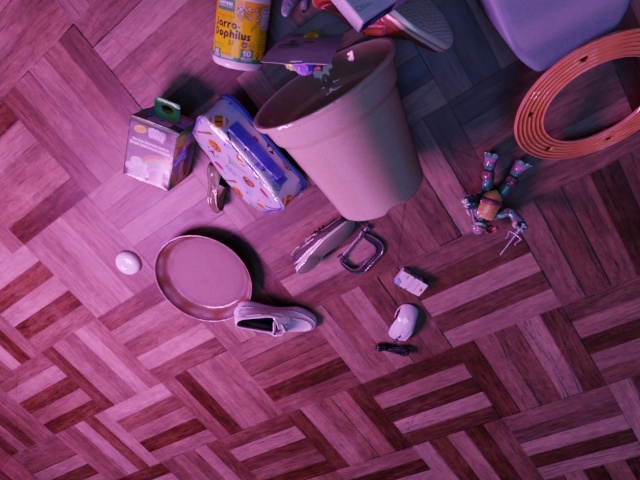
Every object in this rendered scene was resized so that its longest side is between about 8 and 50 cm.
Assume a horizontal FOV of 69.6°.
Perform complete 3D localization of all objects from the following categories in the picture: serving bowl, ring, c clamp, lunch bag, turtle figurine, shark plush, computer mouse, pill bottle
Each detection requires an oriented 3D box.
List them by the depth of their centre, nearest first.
[{"bbox_3d":[0.574,-0.295,0.960,0.337,0.032,0.336,-6,147,-4],"label":"ring"},{"bbox_3d":[-0.036,-0.562,0.995,0.073,0.067,0.161,39,117,-10],"label":"shark plush"},{"bbox_3d":[-0.173,-0.497,1.025,0.118,0.117,0.208,15,119,2],"label":"pill bottle"},{"bbox_3d":[-0.169,-0.196,1.116,0.303,0.243,0.115,47,72,-14],"label":"lunch bag"},{"bbox_3d":[0.420,-0.092,1.133,0.175,0.118,0.234,11,104,-12],"label":"turtle figurine"},{"bbox_3d":[0.105,0.023,1.306,0.137,0.022,0.160,28,117,-11],"label":"c clamp"},{"bbox_3d":[0.241,0.277,1.399,0.106,0.042,0.193,16,119,3],"label":"computer mouse"},{"bbox_3d":[-0.611,0.074,1.453,0.083,0.027,0.083,4,117,8],"label":"serving bowl"}]

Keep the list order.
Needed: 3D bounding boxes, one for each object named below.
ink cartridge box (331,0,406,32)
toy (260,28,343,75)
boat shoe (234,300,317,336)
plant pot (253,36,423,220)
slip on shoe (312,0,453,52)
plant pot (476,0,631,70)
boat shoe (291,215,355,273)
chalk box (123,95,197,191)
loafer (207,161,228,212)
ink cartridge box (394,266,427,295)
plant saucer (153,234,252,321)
[{"bbox_3d":[0.091,-0.557,0.909,0.223,0.045,0.224,-37,90,-13],"label":"ink cartridge box"},{"bbox_3d":[-0.031,-0.395,0.990,0.137,0.237,0.056,4,130,8],"label":"toy"},{"bbox_3d":[-0.136,0.254,1.407,0.258,0.084,0.095,7,124,-10],"label":"boat shoe"},{"bbox_3d":[0.073,-0.223,1.034,0.334,0.333,0.305,-22,122,20],"label":"plant pot"},{"bbox_3d":[0.132,-0.490,0.991,0.331,0.123,0.101,21,151,-7],"label":"slip on shoe"},{"bbox_3d":[0.426,-0.479,0.865,0.247,0.247,0.252,-23,130,20],"label":"plant pot"},{"bbox_3d":[0.000,0.000,1.277,0.228,0.081,0.068,-44,58,25],"label":"boat shoe"},{"bbox_3d":[-0.404,-0.261,1.184,0.132,0.132,0.213,22,118,-1],"label":"chalk box"},{"bbox_3d":[-0.280,-0.143,1.264,0.050,0.056,0.148,7,119,14],"label":"loafer"},{"bbox_3d":[0.260,0.118,1.320,0.083,0.028,0.048,30,119,-6],"label":"ink cartridge box"},{"bbox_3d":[-0.355,0.113,1.416,0.311,0.050,0.310,4,117,8],"label":"plant saucer"}]
